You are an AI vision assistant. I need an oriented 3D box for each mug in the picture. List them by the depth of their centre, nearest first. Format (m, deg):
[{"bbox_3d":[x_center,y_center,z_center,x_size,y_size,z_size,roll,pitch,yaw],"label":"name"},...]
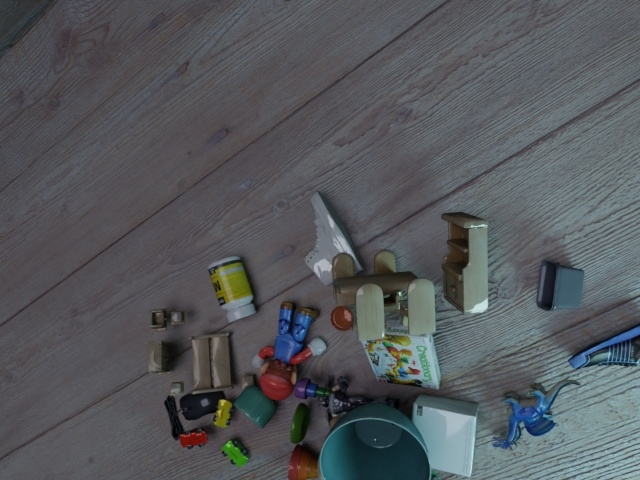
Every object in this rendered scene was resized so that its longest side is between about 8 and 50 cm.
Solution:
[{"bbox_3d":[-0.222,0.543,1.760,0.158,0.129,0.097,30,67,27],"label":"mug"}]

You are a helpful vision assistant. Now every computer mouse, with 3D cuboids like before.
[{"bbox_3d":[-0.456,0.637,1.891,0.262,0.060,0.183,-17,84,21],"label":"computer mouse"}]

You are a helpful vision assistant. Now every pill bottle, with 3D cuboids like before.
[{"bbox_3d":[-0.299,0.166,1.787,0.119,0.119,0.208,-23,82,20],"label":"pill bottle"}]

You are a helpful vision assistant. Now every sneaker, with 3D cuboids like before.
[{"bbox_3d":[0.781,0.300,1.382,0.232,0.081,0.090,-31,73,18],"label":"sneaker"},{"bbox_3d":[0.000,0.000,1.673,0.169,0.108,0.292,-29,82,16],"label":"sneaker"}]

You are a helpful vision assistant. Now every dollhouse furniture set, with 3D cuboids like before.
[{"bbox_3d":[0.239,0.073,1.439,0.395,0.362,0.256,-5,101,-6],"label":"dollhouse furniture set"},{"bbox_3d":[-0.420,0.390,1.885,0.356,0.174,0.302,-3,76,-7],"label":"dollhouse furniture set"}]

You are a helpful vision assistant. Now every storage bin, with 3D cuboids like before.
[{"bbox_3d":[0.655,0.126,1.431,0.091,0.098,0.135,6,93,-6],"label":"storage bin"}]

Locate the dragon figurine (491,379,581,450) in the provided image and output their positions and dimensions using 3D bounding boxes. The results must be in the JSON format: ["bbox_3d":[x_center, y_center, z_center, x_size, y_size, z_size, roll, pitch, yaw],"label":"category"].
[{"bbox_3d":[0.599,0.483,1.455,0.289,0.085,0.143,-28,81,20],"label":"dragon figurine"}]

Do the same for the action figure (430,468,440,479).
[{"bbox_3d":[0.272,0.795,1.607,0.232,0.063,0.137,-38,81,22],"label":"action figure"}]

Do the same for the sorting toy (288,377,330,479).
[{"bbox_3d":[-0.021,0.614,1.667,0.126,0.127,0.365,8,104,15],"label":"sorting toy"}]

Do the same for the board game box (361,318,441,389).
[{"bbox_3d":[0.232,0.328,1.506,0.193,0.305,0.053,1,50,22],"label":"board game box"}]

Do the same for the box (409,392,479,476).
[{"bbox_3d":[0.361,0.562,1.533,0.182,0.119,0.180,6,94,22],"label":"box"}]

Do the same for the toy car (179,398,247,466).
[{"bbox_3d":[-0.341,0.693,1.834,0.239,0.053,0.225,-43,89,6],"label":"toy car"}]

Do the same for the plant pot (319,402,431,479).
[{"bbox_3d":[0.156,0.570,1.459,0.291,0.195,0.289,2,104,9],"label":"plant pot"}]

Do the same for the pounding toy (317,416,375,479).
[{"bbox_3d":[0.096,0.675,1.577,0.155,0.154,0.269,-20,114,25],"label":"pounding toy"}]

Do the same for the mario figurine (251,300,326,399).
[{"bbox_3d":[-0.107,0.368,1.738,0.198,0.170,0.320,12,84,57],"label":"mario figurine"}]

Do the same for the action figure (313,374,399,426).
[{"bbox_3d":[0.104,0.519,1.648,0.285,0.099,0.185,1,103,26],"label":"action figure"}]

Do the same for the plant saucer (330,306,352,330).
[{"bbox_3d":[0.072,0.252,1.698,0.084,0.013,0.083,0,91,22],"label":"plant saucer"}]
